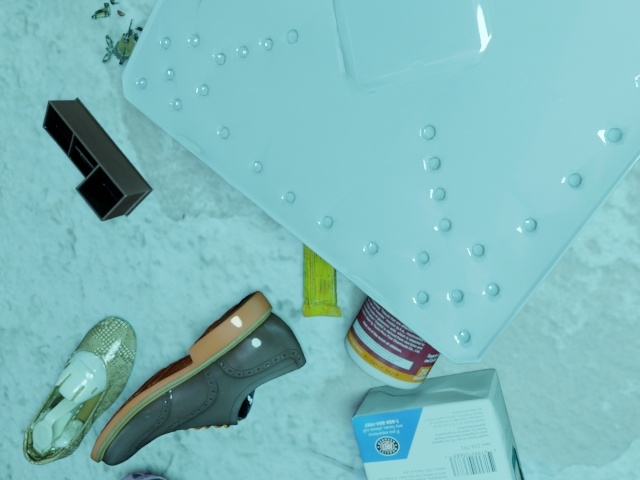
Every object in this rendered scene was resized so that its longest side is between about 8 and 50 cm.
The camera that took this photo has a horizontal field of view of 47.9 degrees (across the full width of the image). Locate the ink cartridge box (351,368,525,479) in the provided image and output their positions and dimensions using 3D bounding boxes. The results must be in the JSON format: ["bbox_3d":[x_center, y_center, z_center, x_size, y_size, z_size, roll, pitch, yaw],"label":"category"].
[{"bbox_3d":[0.129,0.253,0.691,0.134,0.078,0.231,-13,97,20],"label":"ink cartridge box"}]

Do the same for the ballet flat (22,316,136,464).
[{"bbox_3d":[-0.272,0.177,0.806,0.073,0.067,0.206,33,108,9],"label":"ballet flat"}]

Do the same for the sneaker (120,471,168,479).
[{"bbox_3d":[-0.189,0.406,0.826,0.131,0.112,0.319,31,118,41],"label":"sneaker"}]

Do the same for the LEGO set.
[{"bbox_3d":[-0.199,-0.205,0.733,0.054,0.023,0.083,-16,83,17],"label":"LEGO set"}]

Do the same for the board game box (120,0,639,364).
[{"bbox_3d":[0.071,-0.174,0.538,0.390,0.050,0.390,38,110,16],"label":"board game box"}]

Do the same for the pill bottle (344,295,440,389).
[{"bbox_3d":[0.090,0.053,0.658,0.086,0.086,0.152,30,109,9],"label":"pill bottle"}]

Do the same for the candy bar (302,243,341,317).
[{"bbox_3d":[0.000,0.000,0.712,0.040,0.018,0.162,2,101,13],"label":"candy bar"}]

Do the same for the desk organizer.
[{"bbox_3d":[-0.241,-0.085,0.752,0.047,0.050,0.130,-41,87,20],"label":"desk organizer"}]

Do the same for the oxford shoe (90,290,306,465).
[{"bbox_3d":[-0.133,0.170,0.750,0.271,0.097,0.098,-40,93,20],"label":"oxford shoe"}]
